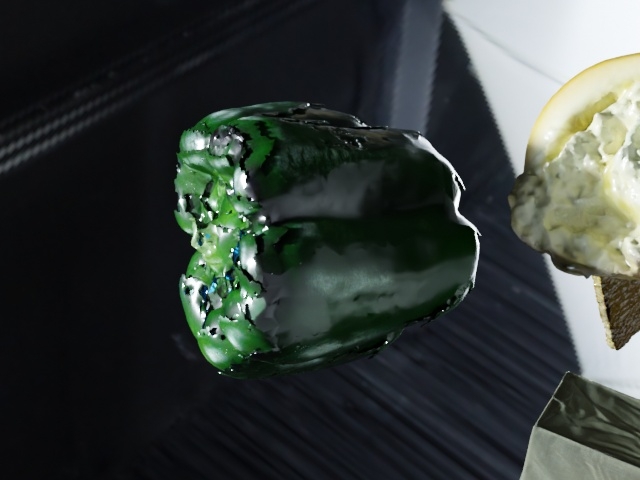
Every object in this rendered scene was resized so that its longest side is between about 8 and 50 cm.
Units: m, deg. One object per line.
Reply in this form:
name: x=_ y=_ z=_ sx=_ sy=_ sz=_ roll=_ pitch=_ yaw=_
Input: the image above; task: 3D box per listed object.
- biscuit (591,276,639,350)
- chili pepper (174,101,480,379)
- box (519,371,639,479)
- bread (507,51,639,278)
biscuit: x=0.411 y=0.044 z=1.690 sx=0.131 sy=0.026 sz=0.237 roll=-41 pitch=-38 yaw=-12
chili pepper: x=0.000 y=0.000 z=1.163 sx=0.257 sy=0.233 sz=0.248 roll=-7 pitch=-81 yaw=-28
box: x=0.418 y=0.317 z=1.828 sx=0.155 sy=0.231 sz=0.148 roll=-44 pitch=-31 yaw=-49
bread: x=0.347 y=-0.065 z=1.152 sx=0.270 sy=0.316 sz=0.211 roll=3 pitch=-90 yaw=-62
